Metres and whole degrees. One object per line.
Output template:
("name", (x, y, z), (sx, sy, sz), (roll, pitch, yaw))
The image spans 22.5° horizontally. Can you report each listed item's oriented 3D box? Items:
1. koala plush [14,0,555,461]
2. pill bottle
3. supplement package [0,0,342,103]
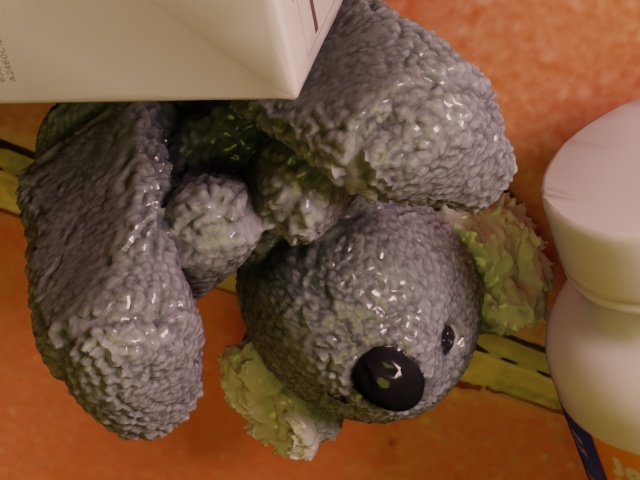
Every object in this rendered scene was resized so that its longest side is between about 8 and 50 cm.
("koala plush", (0.000, 0.000, 0.691), (0.196, 0.203, 0.221), (-36, 131, 8))
("pill bottle", (0.185, 0.075, 0.695), (0.152, 0.152, 0.272), (-17, 120, 13))
("supplement package", (-0.130, -0.168, 0.564), (0.262, 0.145, 0.204), (1, 129, 19))
